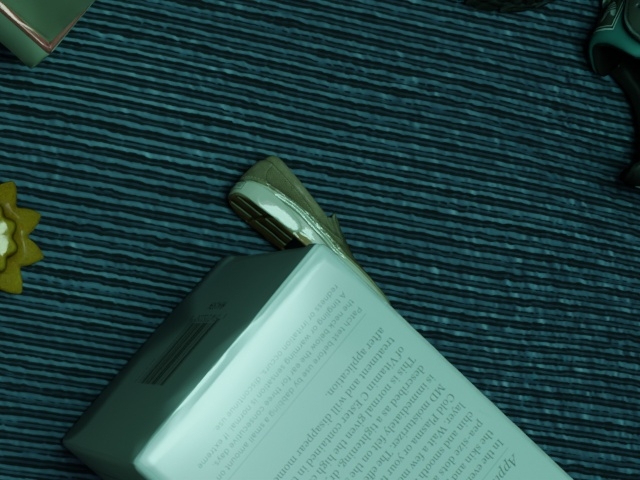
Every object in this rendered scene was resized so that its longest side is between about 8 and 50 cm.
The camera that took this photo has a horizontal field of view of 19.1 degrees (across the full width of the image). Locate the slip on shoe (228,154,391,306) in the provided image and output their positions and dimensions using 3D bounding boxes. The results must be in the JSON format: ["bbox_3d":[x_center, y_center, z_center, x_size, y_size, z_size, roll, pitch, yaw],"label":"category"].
[{"bbox_3d":[0.000,0.000,1.258,0.135,0.051,0.041,41,64,-6],"label":"slip on shoe"}]

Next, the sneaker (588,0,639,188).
[{"bbox_3d":[0.243,-0.177,1.312,0.121,0.108,0.302,-6,81,-8],"label":"sneaker"}]

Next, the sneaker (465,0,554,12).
[{"bbox_3d":[0.093,-0.217,1.282,0.221,0.083,0.087,15,75,-21],"label":"sneaker"}]

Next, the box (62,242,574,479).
[{"bbox_3d":[0.039,0.179,1.171,0.345,0.215,0.168,44,75,-12],"label":"box"}]

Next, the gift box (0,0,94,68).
[{"bbox_3d":[-0.144,-0.278,1.112,0.255,0.258,0.276,46,66,-11],"label":"gift box"}]

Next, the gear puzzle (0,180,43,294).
[{"bbox_3d":[-0.314,0.066,1.150,0.339,0.044,0.175,-28,96,-17],"label":"gear puzzle"}]
